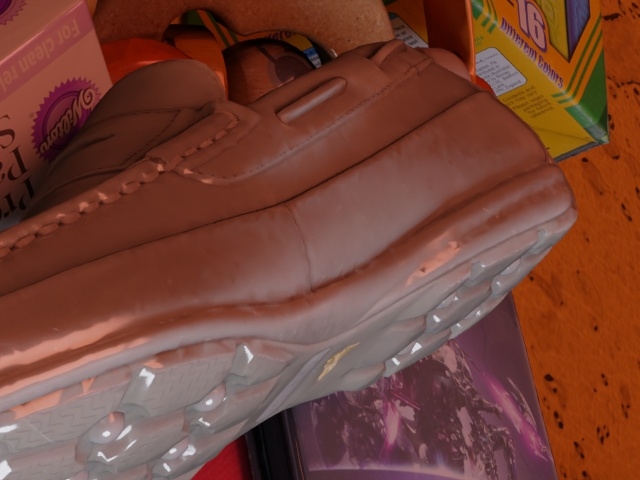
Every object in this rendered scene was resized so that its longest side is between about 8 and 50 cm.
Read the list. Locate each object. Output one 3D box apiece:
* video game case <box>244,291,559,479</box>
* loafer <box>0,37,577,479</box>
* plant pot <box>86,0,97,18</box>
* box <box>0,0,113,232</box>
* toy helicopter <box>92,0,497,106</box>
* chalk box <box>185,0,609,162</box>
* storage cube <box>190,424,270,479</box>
[{"bbox_3d":[0.042,0.102,0.683,0.196,0.026,0.274,20,51,-53],"label":"video game case"},{"bbox_3d":[-0.045,0.006,0.543,0.111,0.112,0.319,51,36,15],"label":"loafer"},{"bbox_3d":[-0.212,-0.089,0.623,0.205,0.205,0.188,56,48,-18],"label":"plant pot"},{"bbox_3d":[-0.195,0.031,0.518,0.324,0.063,0.067,-42,144,-26],"label":"box"},{"bbox_3d":[0.000,0.000,0.881,0.140,0.235,0.355,41,-25,57],"label":"toy helicopter"},{"bbox_3d":[0.046,-0.182,1.076,0.179,0.180,0.289,38,41,-40],"label":"chalk box"},{"bbox_3d":[-0.110,0.102,0.649,0.193,0.184,0.215,57,33,-16],"label":"storage cube"}]
